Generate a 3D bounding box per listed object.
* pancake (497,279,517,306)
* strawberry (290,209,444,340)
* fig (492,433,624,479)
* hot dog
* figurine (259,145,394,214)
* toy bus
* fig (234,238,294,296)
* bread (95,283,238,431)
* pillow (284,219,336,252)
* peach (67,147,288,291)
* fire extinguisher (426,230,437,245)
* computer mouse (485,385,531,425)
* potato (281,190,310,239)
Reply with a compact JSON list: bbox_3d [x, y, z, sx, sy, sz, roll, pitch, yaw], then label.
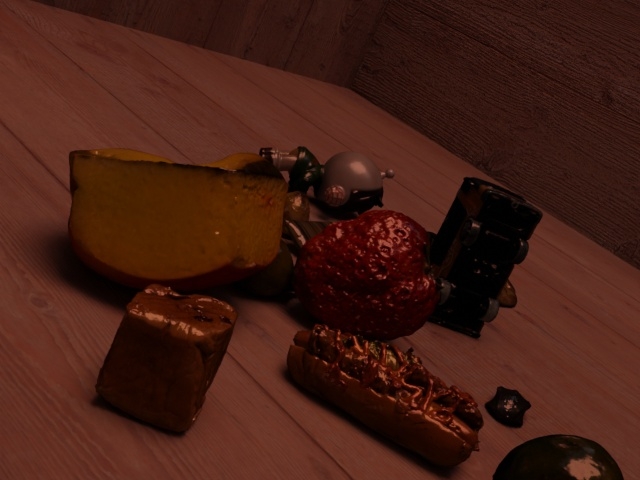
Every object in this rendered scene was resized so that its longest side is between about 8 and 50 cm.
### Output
[{"bbox_3d":[0.439,0.072,2.330,0.250,0.031,0.250,41,28,-27],"label":"pancake"},{"bbox_3d":[0.078,0.066,1.682,0.276,0.258,0.257,1,27,-24],"label":"strawberry"},{"bbox_3d":[0.317,0.363,1.260,0.195,0.196,0.245,15,0,-30],"label":"fig"},{"bbox_3d":[0.111,0.235,1.423,0.348,0.117,0.158,29,18,13],"label":"hot dog"},{"bbox_3d":[0.011,-0.174,2.377,0.369,0.167,0.281,13,15,-8],"label":"figurine"},{"bbox_3d":[0.346,0.030,1.985,0.161,0.324,0.194,20,16,-14],"label":"toy bus"},{"bbox_3d":[-0.096,0.039,1.692,0.184,0.127,0.133,4,14,-41],"label":"fig"},{"bbox_3d":[-0.205,0.151,1.181,0.143,0.158,0.149,20,19,-2],"label":"bread"},{"bbox_3d":[0.000,0.000,2.031,0.203,0.038,0.113,2,54,-55],"label":"pillow"},{"bbox_3d":[-0.236,-0.037,1.512,0.380,0.243,0.306,0,5,-10],"label":"peach"},{"bbox_3d":[0.268,0.028,2.249,0.141,0.105,0.341,15,11,27],"label":"fire extinguisher"},{"bbox_3d":[0.364,0.308,1.674,0.079,0.047,0.135,32,17,16],"label":"computer mouse"},{"bbox_3d":[-0.065,-0.061,2.046,0.096,0.103,0.066,15,18,-26],"label":"potato"}]
